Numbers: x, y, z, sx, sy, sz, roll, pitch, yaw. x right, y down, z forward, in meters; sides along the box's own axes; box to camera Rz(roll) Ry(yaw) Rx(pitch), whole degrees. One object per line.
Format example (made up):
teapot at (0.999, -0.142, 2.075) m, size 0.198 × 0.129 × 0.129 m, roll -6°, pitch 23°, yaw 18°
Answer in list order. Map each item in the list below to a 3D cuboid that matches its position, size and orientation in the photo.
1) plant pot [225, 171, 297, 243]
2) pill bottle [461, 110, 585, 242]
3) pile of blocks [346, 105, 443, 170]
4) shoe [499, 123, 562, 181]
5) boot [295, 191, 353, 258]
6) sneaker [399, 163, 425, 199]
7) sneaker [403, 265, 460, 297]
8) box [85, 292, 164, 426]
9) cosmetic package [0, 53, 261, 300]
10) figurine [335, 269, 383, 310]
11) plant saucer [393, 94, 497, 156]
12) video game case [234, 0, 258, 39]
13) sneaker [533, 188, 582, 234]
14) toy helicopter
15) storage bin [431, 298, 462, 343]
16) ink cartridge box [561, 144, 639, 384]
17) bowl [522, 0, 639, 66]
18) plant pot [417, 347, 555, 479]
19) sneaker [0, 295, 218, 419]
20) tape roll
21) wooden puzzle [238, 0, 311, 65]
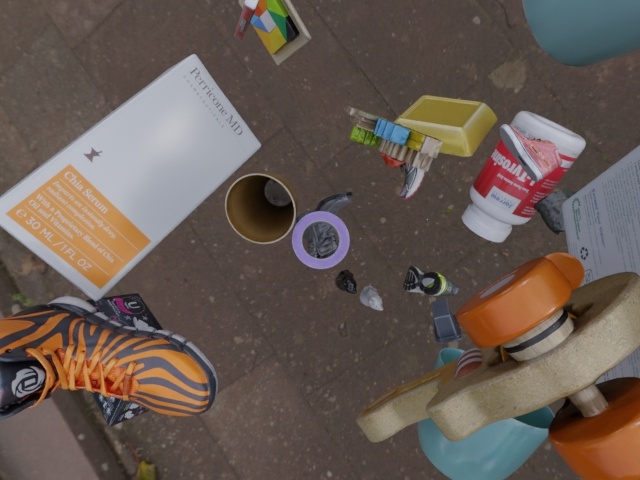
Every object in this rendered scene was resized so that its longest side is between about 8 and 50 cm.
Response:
plant pot at (-0.178, -0.143, 1.408) m, size 0.237 × 0.254 × 0.237 m, roll 3°, pitch 111°, yaw 8°
pill bottle at (0.663, -0.204, 1.364) m, size 0.229 × 0.229 × 0.407 m, roll 30°, pitch 122°, yaw 11°
pile of blocks at (0.169, -0.269, 1.090) m, size 0.362 × 0.149 × 0.112 m, roll 44°, pitch 122°, yaw 49°
shoe at (0.556, -0.249, 1.060) m, size 0.081 × 0.063 × 0.178 m, roll -35°, pitch 87°, yaw 8°
boot at (0.046, -0.054, 1.730) m, size 0.338 × 0.118 × 0.223 m, roll -32°, pitch 74°, yaw 45°
sneaker at (0.345, -0.304, 1.534) m, size 0.112 × 0.121 × 0.299 m, roll 11°, pitch 96°, yaw 1°
sneaker at (0.436, 0.179, 1.614) m, size 0.121 × 0.300 × 0.111 m, roll 20°, pitch 90°, yaw -17°
box at (-0.464, 0.272, 0.954) m, size 0.247 × 0.142 × 0.163 m, roll 44°, pitch 112°, yaw 25°
cosmetic package at (-0.365, -0.133, 0.801) m, size 0.453 × 0.161 × 0.230 m, roll -50°, pitch 123°, yaw -21°
figurine at (0.170, 0.221, 1.714) m, size 0.215 × 0.209 × 0.092 m, roll 33°, pitch 91°, yaw -3°
plant saucer at (0.438, -0.439, 1.463) m, size 0.333 × 0.333 × 0.081 m, roll 19°, pitch 137°, yaw 29°
video game case at (-0.129, -0.566, 0.875) m, size 0.025 × 0.285 × 0.204 m, roll 23°, pitch 97°, yaw -20°
sneaker at (0.778, -0.094, 1.168) m, size 0.286 × 0.109 × 0.130 m, roll -17°, pitch 71°, yaw 1°
toy helicopter at (0.165, 0.134, 0.429) m, size 0.140 × 0.235 × 0.355 m, roll 54°, pitch 133°, yaw 12°
storage bin at (0.415, 0.260, 1.329) m, size 0.098 × 0.135 × 0.091 m, roll -16°, pitch 110°, yaw 17°
ink cartridge box at (0.354, 0.057, 0.375) m, size 0.071 × 0.330 × 0.324 m, roll 0°, pitch 74°, yaw 5°
bowl at (0.427, -0.383, 0.493) m, size 0.311 × 0.163 × 0.311 m, roll -9°, pitch 115°, yaw -19°
plant pot at (0.380, 0.453, 1.005) m, size 0.293 × 0.293 × 0.235 m, roll 27°, pitch 103°, yaw 12°
sneaker at (-0.310, 0.182, 0.531) m, size 0.321 × 0.180 × 0.124 m, roll 15°, pitch 100°, yaw 12°
tape roll at (0.000, 0.000, 1.335) m, size 0.189 × 0.080 × 0.189 m, roll 0°, pitch 88°, yaw -2°
wooden puzzle at (-0.148, -0.665, 1.214) m, size 0.044 × 0.239 × 0.221 m, roll -43°, pitch 112°, yaw -21°
